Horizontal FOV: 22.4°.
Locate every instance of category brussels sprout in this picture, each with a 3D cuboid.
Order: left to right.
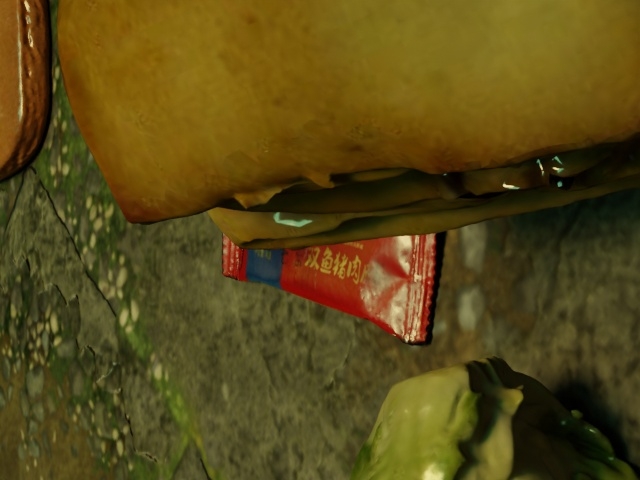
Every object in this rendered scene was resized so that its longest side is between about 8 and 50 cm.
[{"bbox_3d":[0.071,0.152,0.738,0.145,0.131,0.183,-50,55,35],"label":"brussels sprout"}]

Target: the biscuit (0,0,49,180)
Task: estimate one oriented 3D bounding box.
[{"bbox_3d":[-0.275,-0.142,1.322,0.186,0.036,0.192,-11,78,56],"label":"biscuit"}]

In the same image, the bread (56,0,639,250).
[{"bbox_3d":[0.016,-0.151,0.609,0.314,0.191,0.370,-11,114,29],"label":"bread"}]

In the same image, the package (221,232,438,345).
[{"bbox_3d":[0.000,0.000,0.940,0.200,0.022,0.083,17,102,52],"label":"package"}]
